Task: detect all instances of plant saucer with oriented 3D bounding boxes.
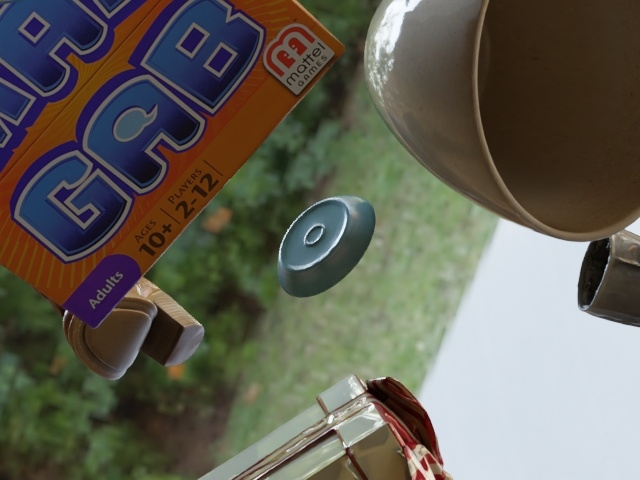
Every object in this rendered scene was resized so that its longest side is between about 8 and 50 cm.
[{"bbox_3d":[0.000,0.000,1.852,0.119,0.021,0.119,-29,38,26],"label":"plant saucer"}]

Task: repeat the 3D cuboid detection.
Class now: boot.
[{"bbox_3d":[-0.282,0.061,2.278,0.109,0.220,0.283,-62,-22,12],"label":"boot"},{"bbox_3d":[0.392,0.023,2.100,0.076,0.208,0.190,144,145,-68],"label":"boot"}]

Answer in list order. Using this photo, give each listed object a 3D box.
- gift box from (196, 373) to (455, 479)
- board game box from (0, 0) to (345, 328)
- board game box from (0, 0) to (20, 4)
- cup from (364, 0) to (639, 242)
[{"bbox_3d":[0.035,0.296,1.788,0.258,0.255,0.276,-34,15,-3],"label":"gift box"},{"bbox_3d":[-0.270,-0.211,1.816,0.356,0.356,0.356,-48,34,4],"label":"board game box"},{"bbox_3d":[-0.281,-0.308,1.048,0.086,0.308,0.302,0,83,50],"label":"board game box"},{"bbox_3d":[0.182,-0.176,1.887,0.237,0.331,0.331,10,82,48],"label":"cup"}]
